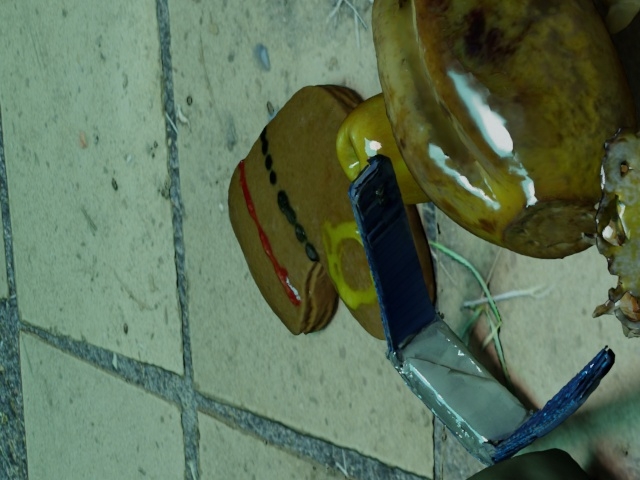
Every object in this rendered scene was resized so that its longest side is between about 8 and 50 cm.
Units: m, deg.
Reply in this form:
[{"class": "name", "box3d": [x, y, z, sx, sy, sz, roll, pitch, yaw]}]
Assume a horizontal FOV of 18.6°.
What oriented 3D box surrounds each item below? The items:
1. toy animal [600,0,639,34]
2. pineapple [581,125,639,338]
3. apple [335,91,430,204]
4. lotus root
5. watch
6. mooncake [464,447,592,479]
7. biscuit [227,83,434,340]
[{"class": "toy animal", "box3d": [0.220, -0.199, 1.423, 0.083, 0.081, 0.060, -50, 56, 27]}, {"class": "pineapple", "box3d": [0.274, 0.007, 1.289, 0.271, 0.262, 0.262, 133, 125, -81]}, {"class": "apple", "box3d": [0.065, -0.082, 1.678, 0.114, 0.102, 0.099, 23, 118, 56]}, {"class": "lotus root", "box3d": [0.132, -0.114, 1.452, 0.193, 0.193, 0.291, -58, 45, 48]}, {"class": "watch", "box3d": [0.140, 0.093, 1.544, 0.276, 0.068, 0.274, 44, 160, 34]}, {"class": "mooncake", "box3d": [0.157, 0.251, 1.553, 0.168, 0.175, 0.104, -38, 52, 9]}, {"class": "biscuit", "box3d": [-0.002, 0.000, 1.860, 0.277, 0.052, 0.262, -44, 61, 54]}]
